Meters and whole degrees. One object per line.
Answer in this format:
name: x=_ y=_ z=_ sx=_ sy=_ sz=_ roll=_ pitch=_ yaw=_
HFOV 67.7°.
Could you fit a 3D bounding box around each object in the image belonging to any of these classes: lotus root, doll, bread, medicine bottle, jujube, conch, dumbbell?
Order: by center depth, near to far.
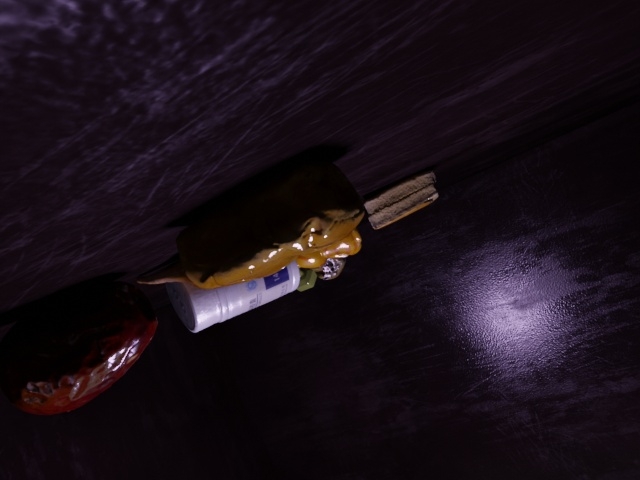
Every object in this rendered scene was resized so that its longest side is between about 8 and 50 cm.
bread: x=-0.080 y=-0.020 z=0.783 sx=0.295 sy=0.132 sz=0.167 roll=-22 pitch=171 yaw=23
jujube: x=-0.509 y=0.219 z=1.007 sx=0.318 sy=0.223 sz=0.223 roll=-33 pitch=177 yaw=-2
conch: x=-0.309 y=0.064 z=1.132 sx=0.331 sy=0.093 sz=0.109 roll=-2 pitch=-156 yaw=24
medicine bottle: x=-0.243 y=0.112 z=1.342 sx=0.332 sy=0.189 sz=0.190 roll=-21 pitch=177 yaw=-29
bread: x=0.271 y=-0.135 z=1.596 sx=0.246 sy=0.110 sz=0.239 roll=-26 pitch=180 yaw=8
doll: x=0.016 y=0.001 z=1.648 sx=0.270 sy=0.166 sz=0.162 roll=-28 pitch=151 yaw=15
dumbbell: x=-0.122 y=0.102 z=1.826 sx=0.108 sy=0.121 sz=0.302 roll=-47 pitch=144 yaw=2
lotus root: x=0.015 y=0.045 z=1.854 sx=0.160 sy=0.152 sz=0.275 roll=-52 pitch=-152 yaw=14
